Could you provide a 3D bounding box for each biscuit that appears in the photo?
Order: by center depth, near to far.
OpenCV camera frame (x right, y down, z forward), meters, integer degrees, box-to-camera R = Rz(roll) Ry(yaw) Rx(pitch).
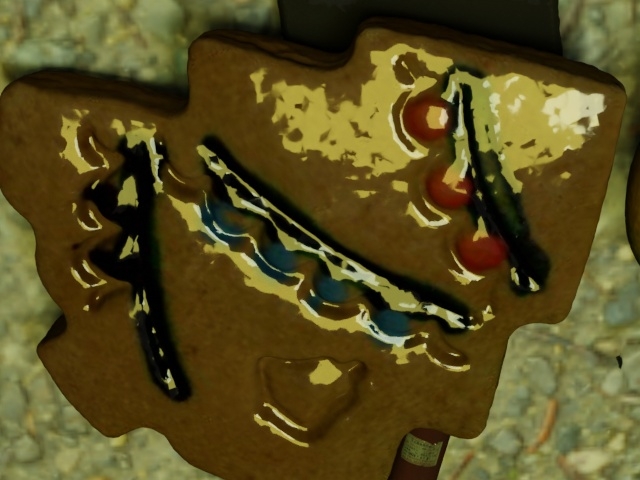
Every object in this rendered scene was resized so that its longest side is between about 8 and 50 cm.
[{"bbox_3d":[0.000,0.001,0.813,0.301,0.043,0.278,-33,108,22],"label":"biscuit"}]

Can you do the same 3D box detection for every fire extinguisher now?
[{"bbox_3d":[0.044,0.085,0.900,0.046,0.032,0.100,27,120,25],"label":"fire extinguisher"}]

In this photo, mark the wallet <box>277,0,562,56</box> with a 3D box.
[{"bbox_3d":[0.036,-0.143,0.769,0.124,0.025,0.244,-5,121,5],"label":"wallet"}]

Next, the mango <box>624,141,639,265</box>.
[{"bbox_3d":[0.231,-0.047,0.773,0.221,0.120,0.152,-15,120,16],"label":"mango"}]
